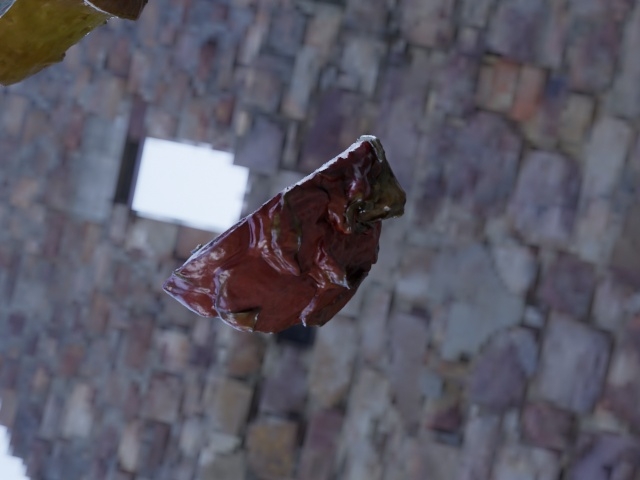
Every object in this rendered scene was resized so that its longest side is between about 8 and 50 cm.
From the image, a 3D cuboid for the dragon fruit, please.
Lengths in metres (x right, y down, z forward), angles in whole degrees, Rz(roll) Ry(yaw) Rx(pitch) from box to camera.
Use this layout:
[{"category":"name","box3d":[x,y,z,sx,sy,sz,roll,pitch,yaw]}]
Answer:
[{"category":"dragon fruit","box3d":[0.000,0.000,1.066,0.162,0.083,0.106,-31,-4,-45]}]

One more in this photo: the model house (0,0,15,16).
[{"category":"model house","box3d":[-0.221,-0.149,0.826,0.178,0.271,0.206,-45,-48,-42]}]

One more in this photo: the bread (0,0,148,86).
[{"category":"bread","box3d":[-0.294,-0.267,1.374,0.194,0.340,0.179,-36,1,17]}]
